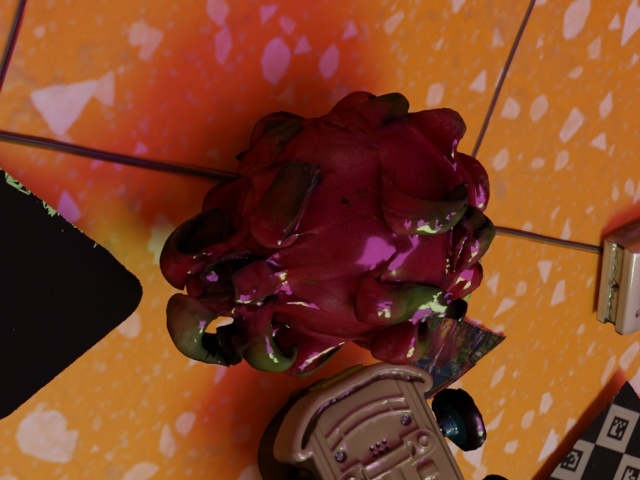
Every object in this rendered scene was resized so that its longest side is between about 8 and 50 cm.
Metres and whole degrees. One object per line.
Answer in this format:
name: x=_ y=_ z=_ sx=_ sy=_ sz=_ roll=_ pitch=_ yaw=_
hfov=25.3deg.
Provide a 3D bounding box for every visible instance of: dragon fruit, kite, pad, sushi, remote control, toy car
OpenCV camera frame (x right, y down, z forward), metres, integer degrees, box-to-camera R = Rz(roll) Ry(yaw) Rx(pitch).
dragon fruit: x=0.002 y=0.000 z=1.060 sx=0.272 sy=0.198 sz=0.218 roll=-21 pitch=83 yaw=-11
kite: x=0.119 y=0.090 z=1.356 sx=0.190 sy=0.010 sz=0.159 roll=28 pitch=90 yaw=-50
pad: x=-0.191 y=-0.035 z=0.948 sx=0.323 sy=0.055 sz=0.250 roll=-53 pitch=138 yaw=-8
sushi: x=0.304 y=0.339 z=1.647 sx=0.290 sy=0.050 sz=0.264 roll=-46 pitch=123 yaw=-12
remote control: x=0.410 y=0.005 z=1.559 sx=0.277 sy=0.055 sz=0.103 roll=-22 pitch=126 yaw=-33
toy car: x=0.039 y=0.236 z=1.237 sx=0.204 sy=0.198 sz=0.248 roll=-26 pitch=90 yaw=-26
